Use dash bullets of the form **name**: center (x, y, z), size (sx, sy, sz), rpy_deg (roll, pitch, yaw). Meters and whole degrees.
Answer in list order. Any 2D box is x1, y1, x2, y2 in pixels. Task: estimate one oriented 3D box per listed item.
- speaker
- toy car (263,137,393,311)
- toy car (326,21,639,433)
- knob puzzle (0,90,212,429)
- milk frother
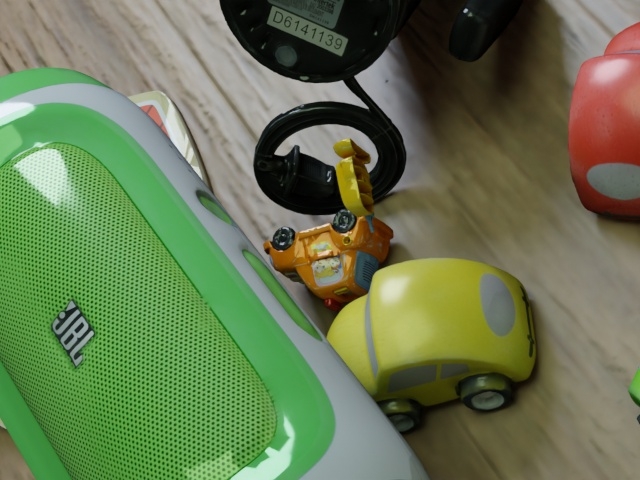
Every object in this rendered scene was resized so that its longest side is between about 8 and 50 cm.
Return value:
- **speaker**: center (-0.068, 0.054, 0.690), size (0.131, 0.131, 0.296), rpy_deg (-42, 55, 3)
- **toy car**: center (0.000, 0.000, 0.712), size (0.060, 0.122, 0.040), rpy_deg (-10, 71, 5)
- **toy car**: center (0.124, 0.027, 0.649), size (0.239, 0.053, 0.225), rpy_deg (-45, 49, 1)
- **knob puzzle**: center (-0.136, 0.000, 0.844), size (0.213, 0.030, 0.213), rpy_deg (-16, 55, 24)
- **milk frother**: center (0.014, -0.105, 0.779), size (0.143, 0.129, 0.135), rpy_deg (-50, 4, 34)
